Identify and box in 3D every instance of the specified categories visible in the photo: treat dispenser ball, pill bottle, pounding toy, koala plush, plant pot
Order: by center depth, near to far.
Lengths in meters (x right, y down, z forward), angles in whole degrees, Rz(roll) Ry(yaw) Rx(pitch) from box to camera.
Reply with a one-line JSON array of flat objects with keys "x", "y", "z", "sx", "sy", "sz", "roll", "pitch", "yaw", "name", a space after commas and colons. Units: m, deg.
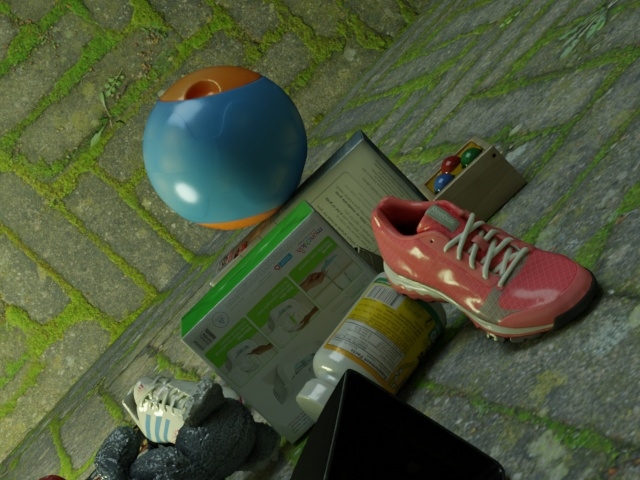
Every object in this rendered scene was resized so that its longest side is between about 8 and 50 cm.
[{"x": 0.046, "y": 0.266, "z": 0.980, "sx": 0.167, "sy": 0.187, "sz": 0.188, "roll": -52, "pitch": 9, "yaw": 25, "name": "plant pot"}, {"x": 0.064, "y": 0.151, "z": 1.391, "sx": 0.208, "sy": 0.117, "sz": 0.118, "roll": -50, "pitch": 14, "yaw": -23, "name": "pill bottle"}, {"x": -0.173, "y": 0.315, "z": 1.515, "sx": 0.221, "sy": 0.196, "sz": 0.203, "roll": -46, "pitch": 24, "yaw": -6, "name": "koala plush"}, {"x": 0.201, "y": -0.069, "z": 1.703, "sx": 0.206, "sy": 0.094, "sz": 0.181, "roll": -44, "pitch": 13, "yaw": 6, "name": "pounding toy"}, {"x": -0.167, "y": -0.163, "z": 1.877, "sx": 0.288, "sy": 0.288, "sz": 0.288, "roll": -43, "pitch": 13, "yaw": 12, "name": "treat dispenser ball"}]

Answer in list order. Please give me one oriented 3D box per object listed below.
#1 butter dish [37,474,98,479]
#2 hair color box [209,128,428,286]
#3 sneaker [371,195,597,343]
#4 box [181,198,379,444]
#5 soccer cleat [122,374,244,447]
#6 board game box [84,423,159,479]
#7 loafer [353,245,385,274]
[{"x": -0.446, "y": 0.422, "z": 1.644, "sx": 0.160, "sy": 0.118, "sz": 0.160, "roll": -39, "pitch": 14, "yaw": 27, "name": "butter dish"}, {"x": 0.000, "y": 0.000, "z": 1.911, "sx": 0.374, "sy": 0.185, "sz": 0.113, "roll": -43, "pitch": 12, "yaw": 10, "name": "hair color box"}, {"x": 0.172, "y": 0.022, "z": 1.253, "sx": 0.314, "sy": 0.136, "sz": 0.116, "roll": 15, "pitch": 56, "yaw": 46, "name": "sneaker"}, {"x": -0.030, "y": 0.116, "z": 1.542, "sx": 0.262, "sy": 0.231, "sz": 0.127, "roll": -45, "pitch": 13, "yaw": 3, "name": "box"}, {"x": -0.260, "y": 0.298, "z": 1.899, "sx": 0.116, "sy": 0.143, "sz": 0.331, "roll": -53, "pitch": 15, "yaw": -31, "name": "soccer cleat"}, {"x": -0.378, "y": 0.446, "z": 2.037, "sx": 0.165, "sy": 0.042, "sz": 0.243, "roll": -47, "pitch": 13, "yaw": -8, "name": "board game box"}, {"x": 0.021, "y": 0.108, "z": 1.731, "sx": 0.251, "sy": 0.087, "sz": 0.094, "roll": -52, "pitch": 14, "yaw": -28, "name": "loafer"}]
